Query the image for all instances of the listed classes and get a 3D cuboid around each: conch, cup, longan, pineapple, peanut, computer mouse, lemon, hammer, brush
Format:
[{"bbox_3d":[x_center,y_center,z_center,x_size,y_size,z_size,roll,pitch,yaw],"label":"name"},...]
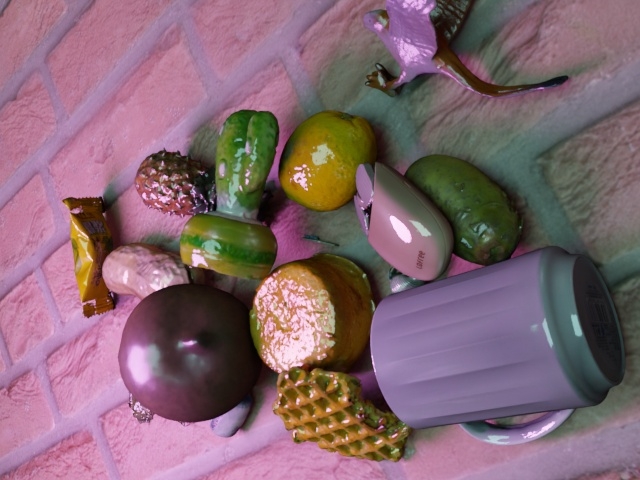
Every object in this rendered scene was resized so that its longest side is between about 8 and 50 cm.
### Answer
[{"bbox_3d":[0.165,0.068,1.251,0.085,0.056,0.076,-25,58,14],"label":"conch"},{"bbox_3d":[0.295,0.191,1.081,0.326,0.237,0.323,-20,111,34],"label":"cup"},{"bbox_3d":[-0.263,0.229,1.408,0.297,0.297,0.298,3,95,35],"label":"longan"},{"bbox_3d":[-0.244,-0.107,1.483,0.309,0.141,0.170,19,79,20],"label":"pineapple"},{"bbox_3d":[-0.398,0.082,1.599,0.313,0.149,0.149,13,100,34],"label":"peanut"},{"bbox_3d":[0.130,-0.031,1.155,0.236,0.082,0.145,50,150,36],"label":"computer mouse"},{"bbox_3d":[0.013,-0.146,1.277,0.170,0.170,0.207,46,120,23],"label":"lemon"},{"bbox_3d":[-0.236,0.346,1.550,0.194,0.069,0.116,43,116,34],"label":"hammer"},{"bbox_3d":[0.000,0.000,1.384,0.083,0.016,0.013,13,89,34],"label":"brush"}]

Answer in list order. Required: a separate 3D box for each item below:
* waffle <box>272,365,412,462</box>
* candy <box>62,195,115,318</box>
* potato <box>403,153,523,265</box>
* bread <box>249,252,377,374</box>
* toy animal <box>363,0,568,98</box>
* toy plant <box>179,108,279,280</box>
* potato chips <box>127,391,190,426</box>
[{"bbox_3d":[0.035,0.329,1.281,0.291,0.051,0.291,15,137,14],"label":"waffle"},{"bbox_3d":[-0.561,0.036,1.691,0.081,0.187,0.297,-10,91,7],"label":"candy"},{"bbox_3d":[0.235,-0.056,1.161,0.251,0.113,0.149,45,131,38],"label":"potato"},{"bbox_3d":[-0.018,0.146,1.331,0.268,0.145,0.269,0,89,37],"label":"bread"},{"bbox_3d":[0.220,-0.320,1.174,0.302,0.225,0.284,-28,98,46],"label":"toy animal"},{"bbox_3d":[-0.152,-0.092,1.304,0.224,0.184,0.316,-166,89,-69],"label":"toy plant"},{"bbox_3d":[-0.395,0.373,1.683,0.219,0.029,0.202,-26,78,31],"label":"potato chips"}]
